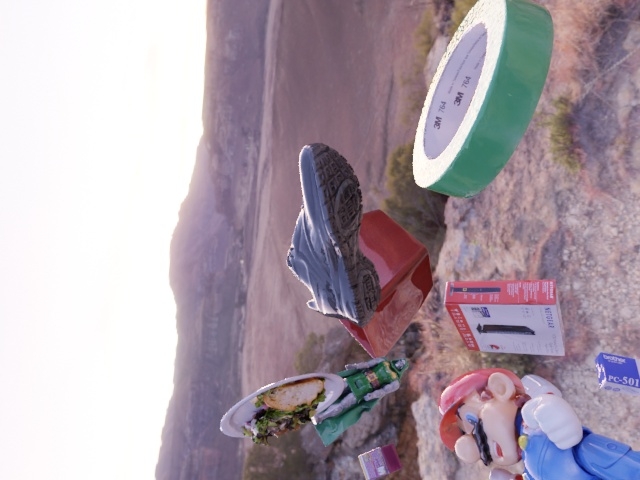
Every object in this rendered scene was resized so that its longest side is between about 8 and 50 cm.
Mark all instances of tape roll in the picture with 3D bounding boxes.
[{"bbox_3d":[0.251,-0.233,0.788,0.321,0.077,0.322,-165,90,-83],"label":"tape roll"}]

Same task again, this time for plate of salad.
[{"bbox_3d":[-0.052,0.263,0.723,0.200,0.199,0.048,109,145,-45],"label":"plate of salad"}]

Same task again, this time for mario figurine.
[{"bbox_3d":[0.255,0.273,0.578,0.320,0.170,0.198,13,87,61],"label":"mario figurine"}]

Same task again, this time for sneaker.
[{"bbox_3d":[0.000,0.000,0.710,0.109,0.130,0.287,-35,-61,-52],"label":"sneaker"}]

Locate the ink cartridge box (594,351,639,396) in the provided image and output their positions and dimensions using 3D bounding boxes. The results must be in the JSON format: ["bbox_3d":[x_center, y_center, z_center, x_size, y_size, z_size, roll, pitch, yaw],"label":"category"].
[{"bbox_3d":[0.888,0.383,1.320,0.046,0.206,0.097,91,-166,-45],"label":"ink cartridge box"}]

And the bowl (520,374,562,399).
[{"bbox_3d":[0.579,0.434,1.316,0.142,0.053,0.142,-44,4,0],"label":"bowl"}]

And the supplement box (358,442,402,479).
[{"bbox_3d":[0.128,0.477,1.021,0.083,0.043,0.055,-46,54,43],"label":"supplement box"}]

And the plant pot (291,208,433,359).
[{"bbox_3d":[0.126,0.088,1.164,0.267,0.235,0.267,45,167,36],"label":"plant pot"}]

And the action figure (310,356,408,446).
[{"bbox_3d":[0.080,0.295,0.961,0.137,0.232,0.064,56,158,33],"label":"action figure"}]

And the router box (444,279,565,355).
[{"bbox_3d":[0.570,0.240,1.453,0.335,0.300,0.082,53,-136,-44],"label":"router box"}]
